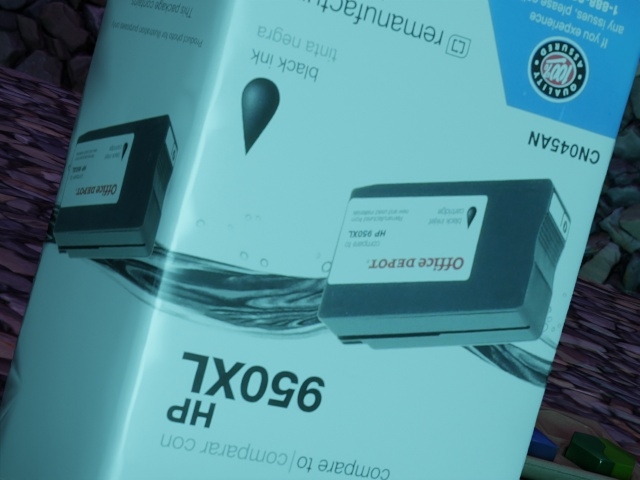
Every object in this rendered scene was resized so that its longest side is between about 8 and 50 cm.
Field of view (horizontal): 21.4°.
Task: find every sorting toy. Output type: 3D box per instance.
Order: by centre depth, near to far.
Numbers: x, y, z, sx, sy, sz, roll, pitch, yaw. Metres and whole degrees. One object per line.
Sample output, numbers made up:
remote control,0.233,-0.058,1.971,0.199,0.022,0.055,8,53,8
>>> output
sorting toy,0.246,0.190,1.581,0.307,0.041,0.229,16,10,-18

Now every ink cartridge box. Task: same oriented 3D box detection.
ink cartridge box,0.000,0.000,1.014,0.285,0.395,0.166,13,4,-32
